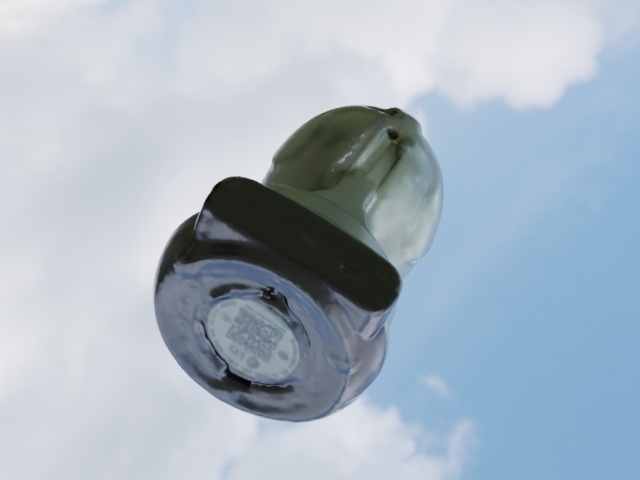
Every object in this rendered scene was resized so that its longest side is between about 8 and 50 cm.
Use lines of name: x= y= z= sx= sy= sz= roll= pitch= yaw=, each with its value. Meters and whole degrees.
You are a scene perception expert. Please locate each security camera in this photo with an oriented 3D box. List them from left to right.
security camera: x=0.000 y=0.000 z=1.330 sx=0.277 sy=0.197 sz=0.191 roll=-55 pitch=174 yaw=-45
